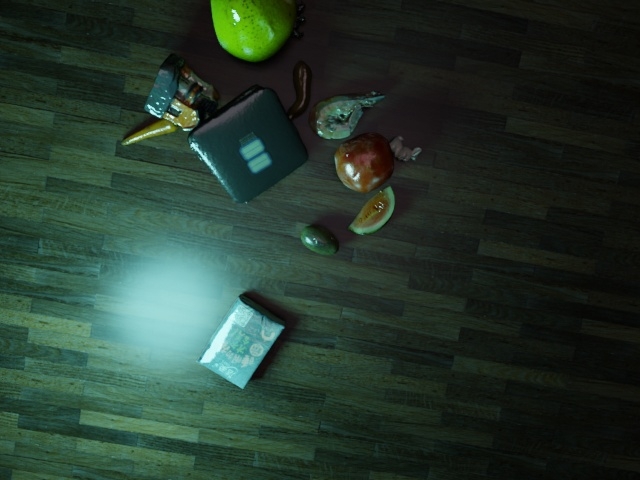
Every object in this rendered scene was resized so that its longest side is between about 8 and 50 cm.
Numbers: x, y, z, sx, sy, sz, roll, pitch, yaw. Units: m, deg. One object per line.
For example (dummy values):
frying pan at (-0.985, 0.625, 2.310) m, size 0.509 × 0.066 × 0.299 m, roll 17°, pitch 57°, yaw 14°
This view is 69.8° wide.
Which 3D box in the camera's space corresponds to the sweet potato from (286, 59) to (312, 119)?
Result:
sweet potato at (-0.077, -0.570, 1.766) m, size 0.081 × 0.062 × 0.233 m, roll 13°, pitch 100°, yaw 13°

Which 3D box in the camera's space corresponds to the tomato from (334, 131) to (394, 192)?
tomato at (0.167, -0.290, 1.732) m, size 0.232 × 0.188 × 0.232 m, roll 2°, pitch 103°, yaw 7°

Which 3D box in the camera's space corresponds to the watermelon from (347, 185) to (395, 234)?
watermelon at (0.219, -0.105, 1.828) m, size 0.119 × 0.063 × 0.245 m, roll 45°, pitch 94°, yaw 8°

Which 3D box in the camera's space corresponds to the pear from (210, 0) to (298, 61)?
pear at (-0.236, -0.824, 1.596) m, size 0.238 × 0.318 × 0.342 m, roll 26°, pitch 97°, yaw 16°

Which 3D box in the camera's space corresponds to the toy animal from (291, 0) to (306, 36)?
toy animal at (-0.088, -0.843, 1.741) m, size 0.065 × 0.047 × 0.136 m, roll 14°, pitch 101°, yaw 5°

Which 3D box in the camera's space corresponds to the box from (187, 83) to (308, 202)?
box at (-0.257, -0.348, 1.694) m, size 0.359 × 0.091 × 0.350 m, roll -35°, pitch 126°, yaw -1°

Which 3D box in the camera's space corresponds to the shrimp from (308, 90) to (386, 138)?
shrimp at (0.109, -0.492, 1.779) m, size 0.317 × 0.062 × 0.164 m, roll -16°, pitch 101°, yaw 5°

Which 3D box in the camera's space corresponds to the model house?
model house at (-0.457, -0.510, 1.680) m, size 0.301 × 0.271 × 0.190 m, roll 31°, pitch 110°, yaw -20°

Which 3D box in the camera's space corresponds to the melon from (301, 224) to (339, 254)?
melon at (0.000, 0.000, 1.812) m, size 0.162 × 0.099 × 0.099 m, roll 26°, pitch 95°, yaw -3°

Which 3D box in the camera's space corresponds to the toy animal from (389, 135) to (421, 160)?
toy animal at (0.319, -0.349, 1.793) m, size 0.124 × 0.071 × 0.085 m, roll 41°, pitch 76°, yaw 3°

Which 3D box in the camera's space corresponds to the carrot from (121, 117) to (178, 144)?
carrot at (-0.658, -0.423, 1.778) m, size 0.256 × 0.061 × 0.061 m, roll -18°, pitch 96°, yaw 10°

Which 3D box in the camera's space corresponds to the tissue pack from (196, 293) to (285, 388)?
tissue pack at (-0.318, 0.406, 1.847) m, size 0.228 × 0.103 × 0.316 m, roll 33°, pitch 94°, yaw -3°
